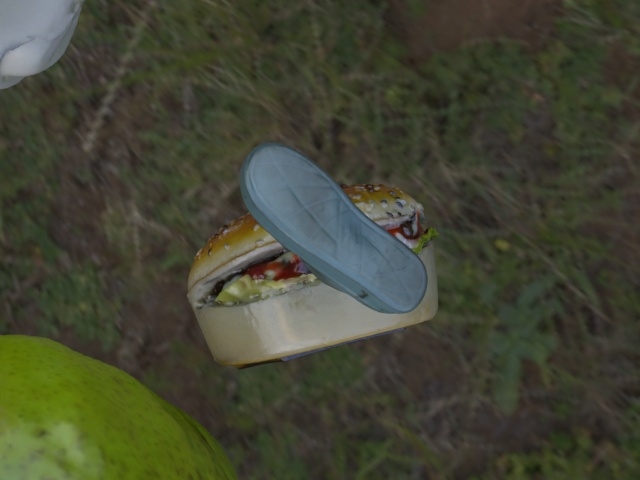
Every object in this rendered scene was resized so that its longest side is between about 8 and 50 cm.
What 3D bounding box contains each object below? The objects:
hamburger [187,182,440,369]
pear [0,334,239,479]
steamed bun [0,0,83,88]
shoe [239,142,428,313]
[{"bbox_3d":[-0.005,0.036,2.121,0.300,0.300,0.176,-15,87,-14],"label":"hamburger"},{"bbox_3d":[-0.216,0.250,1.160,0.391,0.391,0.391,-6,110,-17],"label":"pear"},{"bbox_3d":[-0.287,-0.224,1.709,0.182,0.106,0.183,0,78,2],"label":"steamed bun"},{"bbox_3d":[0.000,0.000,1.612,0.195,0.078,0.079,35,57,-16],"label":"shoe"}]
